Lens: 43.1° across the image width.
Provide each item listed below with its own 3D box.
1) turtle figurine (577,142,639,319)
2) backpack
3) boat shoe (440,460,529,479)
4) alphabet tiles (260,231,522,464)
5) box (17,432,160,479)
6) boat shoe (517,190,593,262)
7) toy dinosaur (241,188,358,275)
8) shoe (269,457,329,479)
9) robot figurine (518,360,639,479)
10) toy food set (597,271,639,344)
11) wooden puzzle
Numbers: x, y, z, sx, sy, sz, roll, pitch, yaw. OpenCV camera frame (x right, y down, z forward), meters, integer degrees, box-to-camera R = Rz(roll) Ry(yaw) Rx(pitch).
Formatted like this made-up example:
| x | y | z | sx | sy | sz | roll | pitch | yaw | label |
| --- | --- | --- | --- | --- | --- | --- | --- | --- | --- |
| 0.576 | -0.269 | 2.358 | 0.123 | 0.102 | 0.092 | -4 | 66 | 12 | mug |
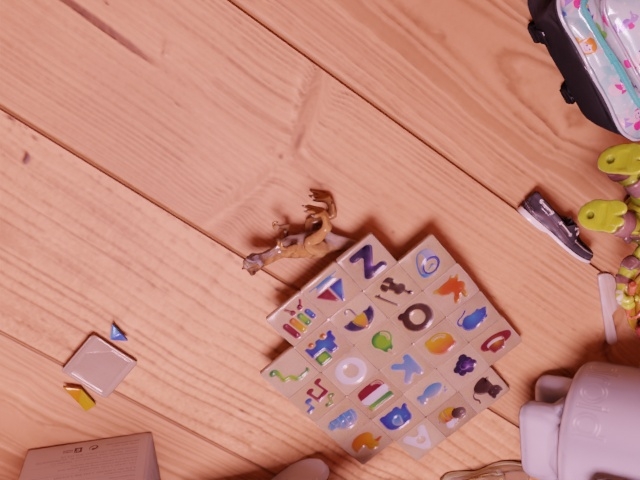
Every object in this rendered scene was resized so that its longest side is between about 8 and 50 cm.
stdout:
| x | y | z | sx | sy | sz | roll | pitch | yaw | label |
| --- | --- | --- | --- | --- | --- | --- | --- | --- | --- |
| 0.410 | -0.043 | 1.004 | 0.217 | 0.087 | 0.269 | 25 | 100 | -42 | turtle figurine |
| 0.393 | -0.263 | 0.907 | 0.253 | 0.191 | 0.225 | -36 | 110 | 0 | backpack |
| 0.243 | 0.358 | 1.178 | 0.135 | 0.045 | 0.050 | -11 | 111 | -5 | boat shoe |
| 0.099 | 0.153 | 1.077 | 0.285 | 0.011 | 0.342 | -40 | 118 | 6 | alphabet tiles |
| -0.276 | 0.422 | 0.963 | 0.168 | 0.345 | 0.215 | -7 | 110 | -6 | box |
| 0.313 | -0.017 | 1.054 | 0.125 | 0.046 | 0.038 | 36 | 106 | -10 | boat shoe |
| 0.000 | 0.000 | 1.015 | 0.211 | 0.064 | 0.112 | -2 | 122 | -21 | toy dinosaur |
| -0.046 | 0.378 | 1.136 | 0.178 | 0.063 | 0.081 | -35 | 113 | 10 | shoe |
| 0.441 | 0.269 | 1.042 | 0.353 | 0.300 | 0.200 | 5 | 118 | 31 | robot figurine |
| 0.496 | 0.093 | 1.106 | 0.218 | 0.071 | 0.128 | -9 | 111 | -5 | toy food set |
| -0.285 | 0.162 | 1.045 | 0.116 | 0.014 | 0.078 | -42 | 115 | 8 | wooden puzzle |
